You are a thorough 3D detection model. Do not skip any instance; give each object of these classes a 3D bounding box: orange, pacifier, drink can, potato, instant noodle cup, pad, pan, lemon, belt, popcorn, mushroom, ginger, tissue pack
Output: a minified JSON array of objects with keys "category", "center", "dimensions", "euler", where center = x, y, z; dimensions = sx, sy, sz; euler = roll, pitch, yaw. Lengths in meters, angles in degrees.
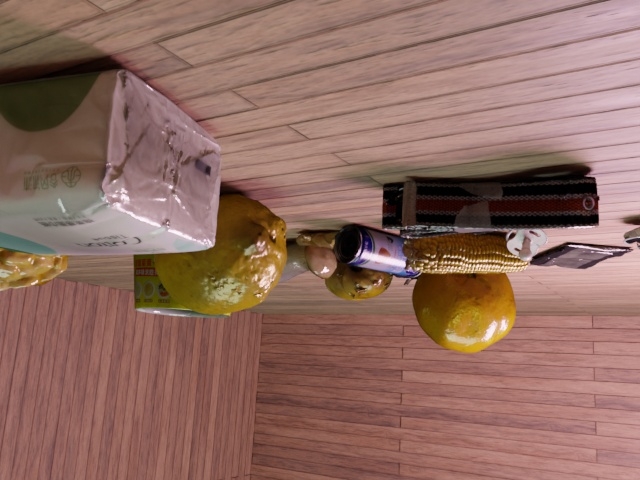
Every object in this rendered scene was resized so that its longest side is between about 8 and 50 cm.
[{"category":"orange","center":[0.385,0.158,1.671],"dimensions":[0.279,0.278,0.235],"euler":[6,140,-11]},{"category":"pacifier","center":[0.447,0.012,1.374],"dimensions":[0.082,0.078,0.099],"euler":[22,140,-1]},{"category":"drink can","center":[0.148,0.029,1.518],"dimensions":[0.235,0.097,0.097],"euler":[14,165,-38]},{"category":"potato","center":[0.104,0.100,1.766],"dimensions":[0.173,0.140,0.300],"euler":[-1,175,-14]},{"category":"instant noodle cup","center":[-0.333,0.071,1.550],"dimensions":[0.312,0.221,0.311],"euler":[3,167,1]},{"category":"pad","center":[0.667,0.042,1.617],"dimensions":[0.175,0.022,0.233],"euler":[5,167,-5]},{"category":"pan","center":[0.270,0.095,1.914],"dimensions":[0.129,0.048,0.202],"euler":[11,165,-26]},{"category":"lemon","center":[-0.196,0.026,1.252],"dimensions":[0.245,0.245,0.320],"euler":[12,161,-36]},{"category":"belt","center":[0.281,-0.057,1.070],"dimensions":[0.360,0.094,0.126],"euler":[-1,172,26]},{"category":"popcorn","center":[-0.628,-0.026,1.168],"dimensions":[0.333,0.225,0.265],"euler":[-7,-152,-40]},{"category":"mushroom","center":[-0.088,0.053,1.714],"dimensions":[0.329,0.122,0.159],"euler":[-7,-158,43]},{"category":"ginger","center":[-0.002,-0.002,1.545],"dimensions":[0.137,0.044,0.057],"euler":[0,-163,25]},{"category":"tissue pack","center":[-0.352,-0.087,0.852],"dimensions":[0.357,0.193,0.266],"euler":[-1,166,20]}]

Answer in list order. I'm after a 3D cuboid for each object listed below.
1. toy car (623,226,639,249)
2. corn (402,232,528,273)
[{"category":"toy car","center":[0.722,-0.009,1.263],"dimensions":[0.205,0.056,0.095],"euler":[5,169,11]},{"category":"corn","center":[0.341,0.027,1.450],"dimensions":[0.306,0.106,0.106],"euler":[1,169,-11]}]
